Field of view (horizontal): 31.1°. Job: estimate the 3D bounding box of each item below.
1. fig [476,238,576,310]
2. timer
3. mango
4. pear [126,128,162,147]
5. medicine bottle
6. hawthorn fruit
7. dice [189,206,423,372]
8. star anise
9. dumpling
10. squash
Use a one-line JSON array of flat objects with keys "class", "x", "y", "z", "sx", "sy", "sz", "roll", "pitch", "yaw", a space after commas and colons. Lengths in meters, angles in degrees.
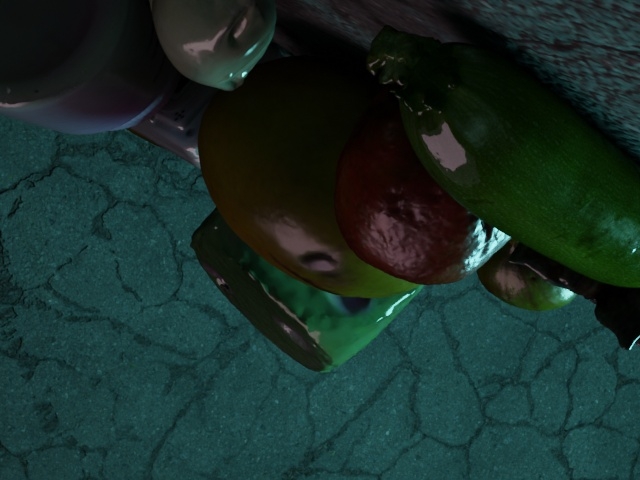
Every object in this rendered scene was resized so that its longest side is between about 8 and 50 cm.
[{"class": "fig", "x": 0.267, "y": 0.014, "z": 1.438, "sx": 0.142, "sy": 0.148, "sz": 0.186, "roll": 24, "pitch": -178, "yaw": 14}, {"class": "timer", "x": -0.169, "y": -0.205, "z": 1.465, "sx": 0.253, "sy": 0.178, "sz": 0.078, "roll": 30, "pitch": 165, "yaw": 43}, {"class": "mango", "x": 0.010, "y": -0.075, "z": 1.239, "sx": 0.301, "sy": 0.220, "sz": 0.445, "roll": 26, "pitch": -174, "yaw": -10}, {"class": "pear", "x": -0.245, "y": -0.251, "z": 1.828, "sx": 0.340, "sy": 0.191, "sz": 0.386, "roll": 31, "pitch": -178, "yaw": 39}, {"class": "medicine bottle", "x": -0.267, "y": -0.225, "z": 1.209, "sx": 0.219, "sy": 0.219, "sz": 0.388, "roll": 29, "pitch": -178, "yaw": 3}, {"class": "hawthorn fruit", "x": 0.094, "y": -0.053, "z": 0.919, "sx": 0.173, "sy": 0.179, "sz": 0.173, "roll": 14, "pitch": -136, "yaw": -15}, {"class": "dice", "x": 0.000, "y": 0.000, "z": 1.877, "sx": 0.330, "sy": 0.322, "sz": 0.318, "roll": 43, "pitch": 165, "yaw": -2}, {"class": "star anise", "x": 0.325, "y": 0.034, "z": 1.234, "sx": 0.223, "sy": 0.109, "sz": 0.236, "roll": 37, "pitch": -160, "yaw": 6}, {"class": "dumpling", "x": -0.103, "y": -0.194, "z": 0.934, "sx": 0.134, "sy": 0.100, "sz": 0.169, "roll": 44, "pitch": -178, "yaw": 7}, {"class": "squash", "x": 0.156, "y": -0.046, "z": 0.802, "sx": 0.101, "sy": 0.101, "sz": 0.379, "roll": 31, "pitch": -178, "yaw": 44}]
